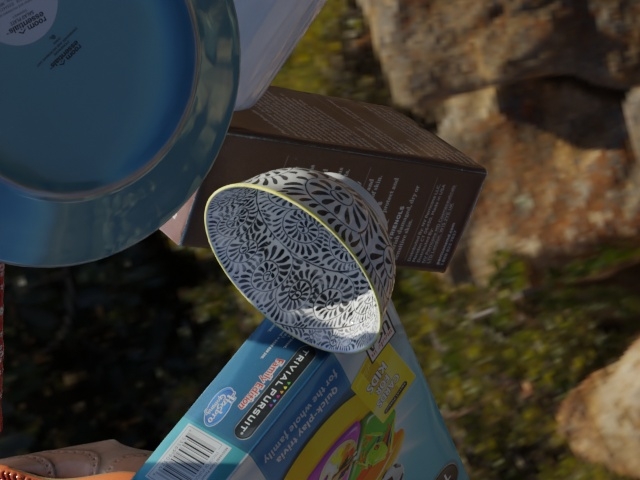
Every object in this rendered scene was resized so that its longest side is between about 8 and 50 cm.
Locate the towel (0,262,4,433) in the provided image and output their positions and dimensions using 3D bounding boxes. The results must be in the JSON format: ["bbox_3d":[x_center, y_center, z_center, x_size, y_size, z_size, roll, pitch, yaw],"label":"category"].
[{"bbox_3d":[-0.257,-0.025,1.160,0.199,0.031,0.275,31,124,47],"label":"towel"}]

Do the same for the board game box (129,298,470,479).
[{"bbox_3d":[-0.002,0.212,1.557,0.079,0.254,0.336,26,156,34],"label":"board game box"}]

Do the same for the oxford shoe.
[{"bbox_3d":[-0.238,0.240,1.703,0.271,0.098,0.097,1,114,28],"label":"oxford shoe"}]

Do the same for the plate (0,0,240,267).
[{"bbox_3d":[-0.113,-0.081,0.774,0.024,0.188,0.188,6,104,60],"label":"plate"}]

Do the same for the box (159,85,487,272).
[{"bbox_3d":[-0.027,-0.074,1.934,0.191,0.381,0.143,39,112,46],"label":"box"}]

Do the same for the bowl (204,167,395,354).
[{"bbox_3d":[0.000,0.000,1.392,0.170,0.080,0.170,29,146,22],"label":"bowl"}]

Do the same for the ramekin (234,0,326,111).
[{"bbox_3d":[-0.124,-0.201,1.213,0.277,0.277,0.135,35,100,28],"label":"ramekin"}]
